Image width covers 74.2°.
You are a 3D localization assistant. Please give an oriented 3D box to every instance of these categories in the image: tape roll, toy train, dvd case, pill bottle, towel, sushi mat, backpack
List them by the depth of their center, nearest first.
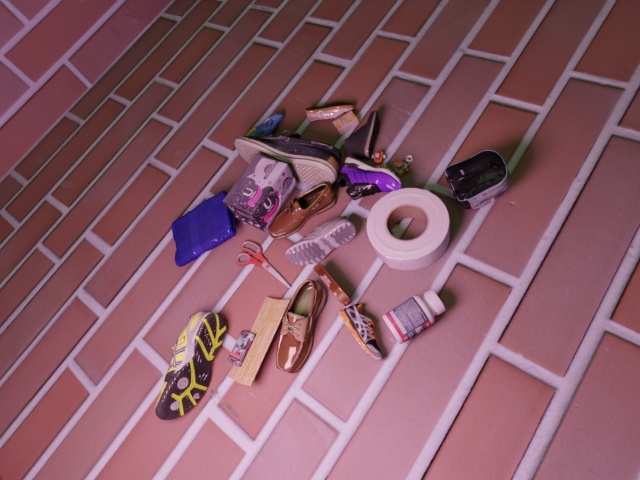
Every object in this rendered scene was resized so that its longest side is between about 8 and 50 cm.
[{"bbox_3d":[0.296,0.236,1.337,0.180,0.108,0.108,-33,58,1],"label":"pill bottle"},{"bbox_3d":[0.551,-0.210,1.455,0.188,0.144,0.166,-33,53,28],"label":"backpack"},{"bbox_3d":[-0.213,0.344,1.476,0.151,0.019,0.317,1,60,50],"label":"sushi mat"},{"bbox_3d":[0.307,-0.040,1.484,0.285,0.100,0.287,-8,62,14],"label":"tape roll"},{"bbox_3d":[-0.281,0.380,1.495,0.087,0.013,0.120,-2,59,52],"label":"dvd case"},{"bbox_3d":[0.275,-0.311,1.669,0.166,0.046,0.125,7,66,22],"label":"toy train"},{"bbox_3d":[-0.478,-0.045,1.747,0.308,0.076,0.228,-28,60,20],"label":"towel"}]

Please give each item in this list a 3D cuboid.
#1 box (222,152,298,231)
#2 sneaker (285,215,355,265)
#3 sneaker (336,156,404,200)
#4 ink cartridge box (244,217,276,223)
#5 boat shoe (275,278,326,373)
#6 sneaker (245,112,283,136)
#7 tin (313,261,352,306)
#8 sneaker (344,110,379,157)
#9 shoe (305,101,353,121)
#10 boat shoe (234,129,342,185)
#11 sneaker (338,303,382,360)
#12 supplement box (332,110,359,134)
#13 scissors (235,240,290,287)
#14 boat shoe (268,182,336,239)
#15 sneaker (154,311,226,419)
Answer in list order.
[{"bbox_3d":[-0.230,-0.189,1.652,0.163,0.142,0.247,23,72,28],"label":"box"},{"bbox_3d":[0.000,0.000,1.591,0.281,0.105,0.115,-25,28,7],"label":"sneaker"},{"bbox_3d":[0.178,-0.208,1.619,0.293,0.102,0.146,28,79,39],"label":"sneaker"},{"bbox_3d":[-0.269,-0.127,1.752,0.180,0.060,0.104,1,64,19],"label":"ink cartridge box"},{"bbox_3d":[-0.081,0.279,1.439,0.122,0.120,0.324,9,67,23],"label":"boat shoe"},{"bbox_3d":[-0.243,-0.507,1.951,0.209,0.069,0.082,-39,90,-13],"label":"sneaker"},{"bbox_3d":[0.041,0.152,1.473,0.040,0.106,0.190,-43,57,3],"label":"tin"},{"bbox_3d":[0.170,-0.447,1.755,0.118,0.083,0.222,8,67,23],"label":"sneaker"},{"bbox_3d":[0.043,-0.574,1.888,0.218,0.058,0.077,-3,31,13],"label":"shoe"},{"bbox_3d":[-0.135,-0.357,1.763,0.499,0.187,0.156,17,61,24],"label":"boat shoe"},{"bbox_3d":[0.143,0.292,1.378,0.083,0.084,0.215,-32,57,-5],"label":"sneaker"},{"bbox_3d":[0.110,-0.510,1.836,0.098,0.036,0.062,-32,57,1],"label":"supplement box"},{"bbox_3d":[-0.210,0.086,1.643,0.296,0.021,0.109,21,70,29],"label":"scissors"},{"bbox_3d":[-0.086,-0.124,1.661,0.307,0.104,0.111,-36,58,-1],"label":"boat shoe"},{"bbox_3d":[-0.468,0.437,1.502,0.147,0.145,0.385,3,60,43],"label":"sneaker"}]
